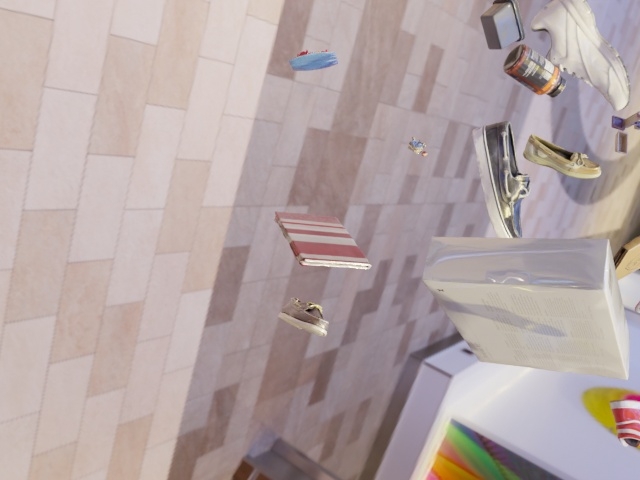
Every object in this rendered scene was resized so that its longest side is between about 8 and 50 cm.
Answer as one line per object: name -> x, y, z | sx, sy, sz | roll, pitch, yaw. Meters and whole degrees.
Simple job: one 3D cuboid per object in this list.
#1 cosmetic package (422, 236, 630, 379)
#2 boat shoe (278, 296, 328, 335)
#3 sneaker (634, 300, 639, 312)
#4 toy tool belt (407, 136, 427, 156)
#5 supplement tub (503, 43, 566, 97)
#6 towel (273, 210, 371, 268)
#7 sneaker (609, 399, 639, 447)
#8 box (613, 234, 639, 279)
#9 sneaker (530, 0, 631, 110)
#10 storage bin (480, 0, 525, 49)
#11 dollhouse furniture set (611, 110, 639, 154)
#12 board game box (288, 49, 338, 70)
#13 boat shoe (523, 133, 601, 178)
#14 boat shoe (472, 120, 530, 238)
cosmetic package -> 0.379, 0.125, 1.138 | 0.377, 0.284, 0.098 | 49, 49, -48
boat shoe -> -0.050, 0.256, 2.200 | 0.116, 0.324, 0.097 | 33, 78, -18
sneaker -> 0.921, 0.193, 1.746 | 0.178, 0.077, 0.072 | 33, 91, -48
toy tool belt -> 0.388, -0.371, 2.522 | 0.052, 0.083, 0.051 | -29, 144, -45
supplement tub -> 0.693, -0.539, 2.059 | 0.197, 0.106, 0.106 | 28, 85, -17
towel -> 0.000, 0.000, 2.050 | 0.236, 0.329, 0.037 | 4, 117, -22
sneaker -> 0.484, 0.277, 0.958 | 0.118, 0.042, 0.067 | 11, 64, -23
box -> 0.717, 0.022, 1.418 | 0.201, 0.021, 0.164 | -26, 148, -16
sneaker -> 0.587, -0.412, 1.436 | 0.129, 0.297, 0.111 | -34, 179, 20
storage bin -> 0.521, -0.627, 1.869 | 0.091, 0.098, 0.135 | -38, 122, -20
dollhouse furniture set -> 0.845, -0.288, 1.715 | 0.081, 0.090, 0.115 | 142, -41, -70
board game box -> -0.021, -0.518, 1.800 | 0.168, 0.133, 0.033 | -3, 86, -85
boat shoe -> 0.483, -0.167, 1.270 | 0.056, 0.152, 0.048 | -40, 147, -47
boat shoe -> 0.442, -0.129, 1.498 | 0.108, 0.102, 0.302 | -17, 95, -60
